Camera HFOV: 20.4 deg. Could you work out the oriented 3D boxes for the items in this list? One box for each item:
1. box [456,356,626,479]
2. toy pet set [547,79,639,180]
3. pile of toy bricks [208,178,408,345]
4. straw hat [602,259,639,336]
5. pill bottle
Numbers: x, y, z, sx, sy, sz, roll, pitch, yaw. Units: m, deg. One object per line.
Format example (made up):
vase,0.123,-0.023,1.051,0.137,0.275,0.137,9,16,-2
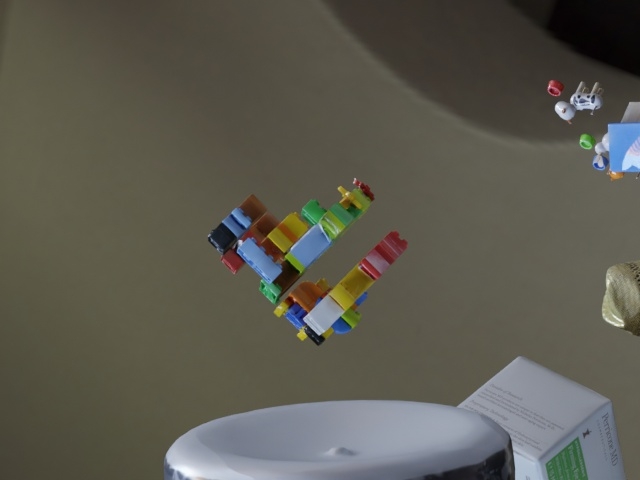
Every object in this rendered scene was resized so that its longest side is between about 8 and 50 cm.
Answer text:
box,0.169,0.165,1.377,0.087,0.101,0.102,-36,-142,-26
toy pet set,0.264,-0.082,1.603,0.114,0.122,0.065,3,-126,41
pile of toy bricks,0.000,0.000,1.232,0.118,0.212,0.105,45,-97,1
straw hat,0.262,0.048,1.455,0.061,0.144,0.144,-3,-143,-5
pill bottle,0.013,0.191,0.662,0.130,0.245,0.130,-3,-174,0
